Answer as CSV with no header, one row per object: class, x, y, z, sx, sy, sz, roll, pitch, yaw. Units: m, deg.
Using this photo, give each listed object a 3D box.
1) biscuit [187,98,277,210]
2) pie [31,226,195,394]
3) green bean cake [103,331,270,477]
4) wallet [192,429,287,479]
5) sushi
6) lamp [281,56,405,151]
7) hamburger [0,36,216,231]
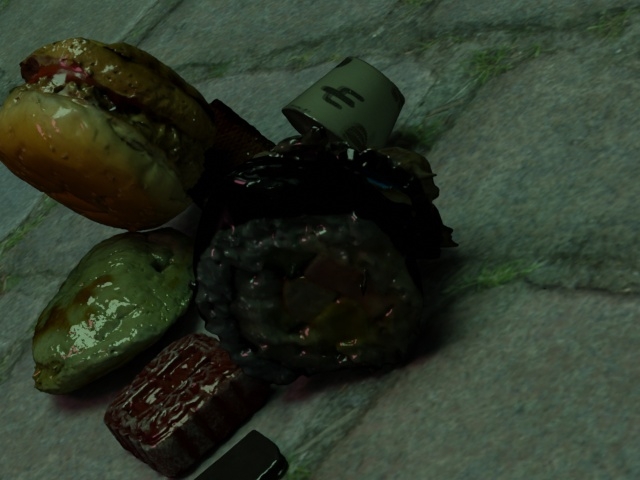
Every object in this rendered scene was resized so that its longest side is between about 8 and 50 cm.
biscuit,-0.108,-0.081,1.973,0.106,0.070,0.252,-38,28,-5
pie,-0.227,0.070,1.836,0.201,0.090,0.248,-23,25,23
green bean cake,-0.130,0.151,1.631,0.135,0.056,0.136,-44,28,-16
wallet,-0.101,0.228,1.511,0.157,0.018,0.082,-41,27,-14
sushi,0.002,-0.003,1.574,0.239,0.225,0.218,15,36,14
lamp,-0.005,-0.090,1.824,0.214,0.121,0.121,-50,30,-10
hamburger,-0.236,-0.111,1.865,0.244,0.244,0.163,-3,63,46
